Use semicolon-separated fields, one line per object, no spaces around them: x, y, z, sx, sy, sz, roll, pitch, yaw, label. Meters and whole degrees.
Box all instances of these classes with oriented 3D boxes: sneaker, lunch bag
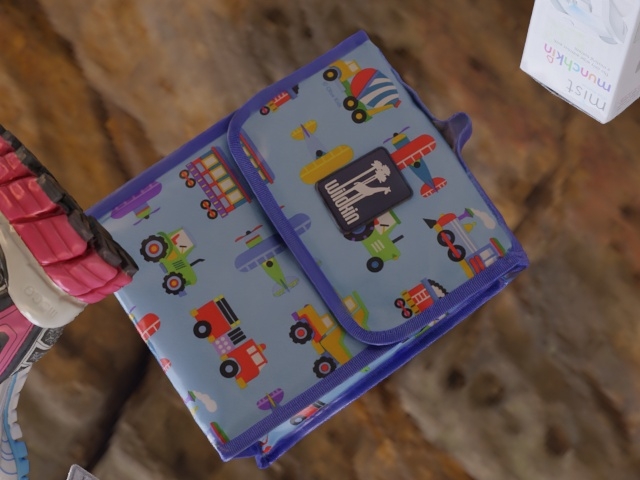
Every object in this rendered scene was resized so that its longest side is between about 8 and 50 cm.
-0.205;-0.019;0.784;0.121;0.112;0.299;50;171;-32;sneaker
0.000;0.000;1.208;0.221;0.293;0.138;55;-176;14;lunch bag
-0.268;0.143;1.192;0.071;0.191;0.083;14;-157;22;sneaker

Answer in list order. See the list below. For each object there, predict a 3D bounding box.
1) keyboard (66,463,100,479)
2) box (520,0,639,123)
-0.144;0.292;1.414;0.014;0.072;0.256;-12;138;40;keyboard
0.353;-0.291;1.654;0.127;0.262;0.231;37;149;22;box
